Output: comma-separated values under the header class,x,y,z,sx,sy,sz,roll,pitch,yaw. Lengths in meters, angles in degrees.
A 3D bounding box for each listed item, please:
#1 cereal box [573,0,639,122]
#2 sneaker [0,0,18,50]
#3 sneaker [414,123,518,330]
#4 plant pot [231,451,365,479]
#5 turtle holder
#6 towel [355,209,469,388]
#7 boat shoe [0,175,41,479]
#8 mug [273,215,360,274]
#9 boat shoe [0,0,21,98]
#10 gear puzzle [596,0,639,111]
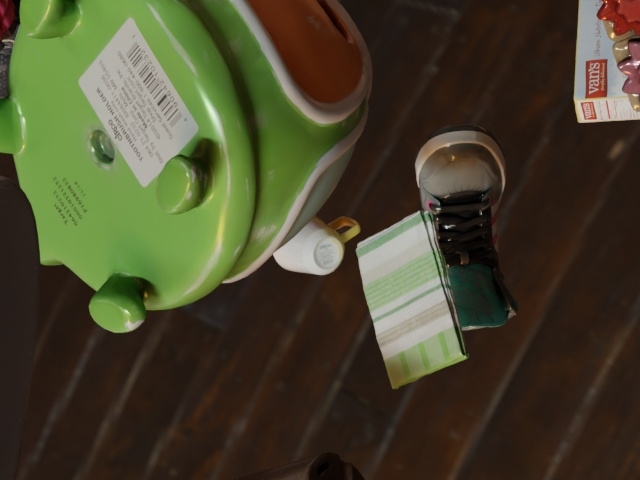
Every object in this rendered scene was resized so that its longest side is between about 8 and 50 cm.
class,x,y,z,sx,sy,sz,roll,pitch,yaw
cereal box,0.397,-0.211,2.001,0.240,0.047,0.173,-2,54,16
sneaker,-0.308,-0.109,0.922,0.299,0.112,0.121,-20,24,-3
sneaker,0.161,0.013,2.130,0.123,0.295,0.178,-6,57,1
plant pot,-0.040,0.275,1.679,0.165,0.167,0.167,-27,51,27
turtle holder,-0.094,-0.064,1.303,0.243,0.227,0.320,37,134,30
towel,0.090,0.058,1.813,0.113,0.023,0.152,-29,70,47
boat shoe,-0.212,0.147,0.674,0.156,0.136,0.367,7,87,14
mug,-0.004,0.000,1.854,0.078,0.062,0.064,-59,30,-5
boat shoe,-0.081,-0.264,1.442,0.500,0.156,0.187,-28,82,-12
gear puzzle,0.329,-0.286,1.750,0.175,0.339,0.044,-20,24,8
